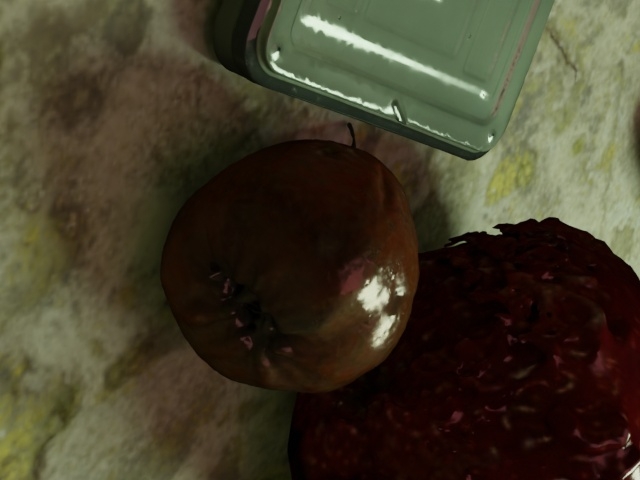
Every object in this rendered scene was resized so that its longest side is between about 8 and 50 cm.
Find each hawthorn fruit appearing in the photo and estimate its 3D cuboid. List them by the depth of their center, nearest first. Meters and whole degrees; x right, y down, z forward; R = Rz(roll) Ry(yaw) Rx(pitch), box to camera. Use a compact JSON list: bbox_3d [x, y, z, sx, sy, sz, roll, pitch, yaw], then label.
[{"bbox_3d":[0.003,0.006,0.995,0.189,0.149,0.149,-31,131,-32],"label":"hawthorn fruit"}]

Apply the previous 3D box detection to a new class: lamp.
[{"bbox_3d":[0.068,-0.197,1.045,0.266,0.047,0.269,14,98,-51],"label":"lamp"}]

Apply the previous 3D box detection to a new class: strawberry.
[{"bbox_3d":[0.093,0.114,1.117,0.220,0.274,0.274,18,96,-15],"label":"strawberry"}]
